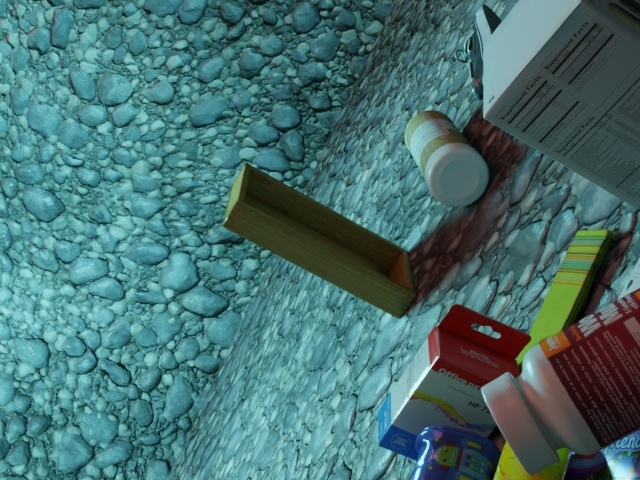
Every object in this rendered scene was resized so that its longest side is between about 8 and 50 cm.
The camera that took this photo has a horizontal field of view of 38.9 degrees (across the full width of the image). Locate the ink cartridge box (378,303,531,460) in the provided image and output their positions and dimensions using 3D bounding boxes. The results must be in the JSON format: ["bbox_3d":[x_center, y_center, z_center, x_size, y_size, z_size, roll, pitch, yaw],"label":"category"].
[{"bbox_3d":[0.191,0.214,1.286,0.078,0.134,0.231,-83,18,-59],"label":"ink cartridge box"}]

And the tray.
[{"bbox_3d":[0.000,0.000,1.881,0.076,0.411,0.203,-56,14,22],"label":"tray"}]

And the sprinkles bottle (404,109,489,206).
[{"bbox_3d":[0.258,-0.181,1.909,0.121,0.121,0.355,-58,14,16],"label":"sprinkles bottle"}]

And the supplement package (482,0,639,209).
[{"bbox_3d":[0.380,-0.221,1.209,0.198,0.262,0.199,-52,17,38],"label":"supplement package"}]

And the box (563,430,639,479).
[{"bbox_3d":[0.327,0.271,0.859,0.201,0.057,0.293,-66,13,-19],"label":"box"}]

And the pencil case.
[{"bbox_3d":[0.150,0.395,1.154,0.133,0.119,0.306,71,-149,-51],"label":"pencil case"}]

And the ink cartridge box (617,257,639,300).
[{"bbox_3d":[0.379,0.093,1.013,0.150,0.063,0.109,-62,13,0],"label":"ink cartridge box"}]

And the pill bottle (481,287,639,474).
[{"bbox_3d":[0.282,0.138,0.907,0.221,0.121,0.121,-31,20,9],"label":"pill bottle"}]

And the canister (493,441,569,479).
[{"bbox_3d":[0.219,0.296,1.006,0.126,0.073,0.170,-47,-29,-53],"label":"canister"}]

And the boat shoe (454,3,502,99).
[{"bbox_3d":[0.364,-0.413,2.006,0.105,0.113,0.306,-36,34,31],"label":"boat shoe"}]

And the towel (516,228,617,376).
[{"bbox_3d":[0.339,0.093,1.272,0.237,0.021,0.102,-64,8,-4],"label":"towel"}]
